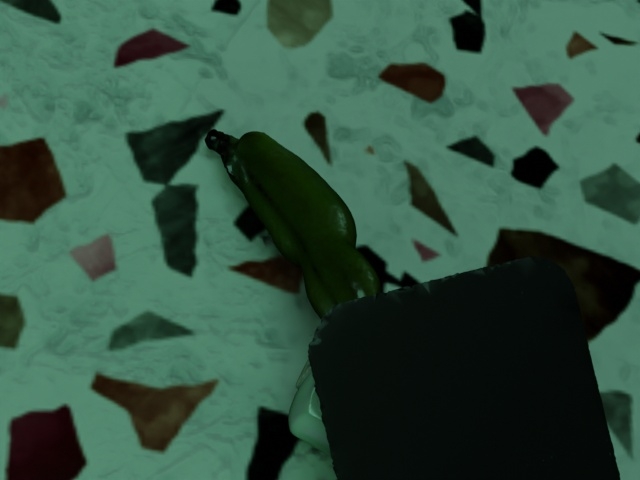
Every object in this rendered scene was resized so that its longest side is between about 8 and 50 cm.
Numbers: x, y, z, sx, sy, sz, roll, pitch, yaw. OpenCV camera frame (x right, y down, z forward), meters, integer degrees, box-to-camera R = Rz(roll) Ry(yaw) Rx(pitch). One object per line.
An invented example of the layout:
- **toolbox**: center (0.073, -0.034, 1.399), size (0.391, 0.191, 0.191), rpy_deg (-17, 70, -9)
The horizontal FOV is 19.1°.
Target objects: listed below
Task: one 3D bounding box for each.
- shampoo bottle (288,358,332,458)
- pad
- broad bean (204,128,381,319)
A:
- **shampoo bottle**: center (0.029, 0.103, 1.103), size (0.099, 0.043, 0.072), rpy_deg (36, 58, 6)
- **pad**: center (0.155, 0.126, 1.105), size (0.323, 0.055, 0.250), rpy_deg (-15, 93, -37)
- **broad bean**: center (0.000, 0.000, 1.133), size (0.070, 0.048, 0.213), rpy_deg (2, 42, -54)
